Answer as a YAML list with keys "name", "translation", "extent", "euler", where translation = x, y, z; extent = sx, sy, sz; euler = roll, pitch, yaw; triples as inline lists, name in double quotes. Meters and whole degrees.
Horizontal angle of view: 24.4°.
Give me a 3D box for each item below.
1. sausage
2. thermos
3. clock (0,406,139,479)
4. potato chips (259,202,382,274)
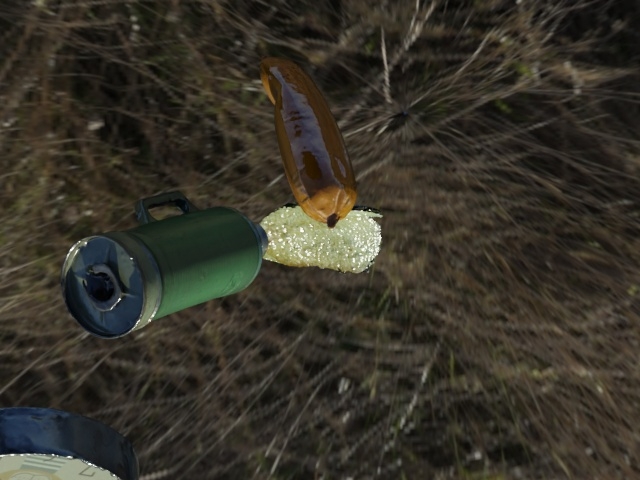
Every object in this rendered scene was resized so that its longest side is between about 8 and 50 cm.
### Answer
- name: "sausage"
  translation: [-0.010, -0.086, 1.238]
  extent: [0.054, 0.062, 0.183]
  euler: [-21, 58, 6]
- name: "thermos"
  translation: [-0.107, 0.015, 1.092]
  extent: [0.083, 0.188, 0.073]
  euler: [27, 112, 24]
- name: "clock"
  translation: [-0.359, 0.299, 1.693]
  extent: [0.313, 0.312, 0.061]
  euler: [-17, 51, 5]
- name: "potato chips"
  translation: [0.000, 0.000, 1.774]
  extent: [0.142, 0.209, 0.026]
  euler: [31, 55, -11]
